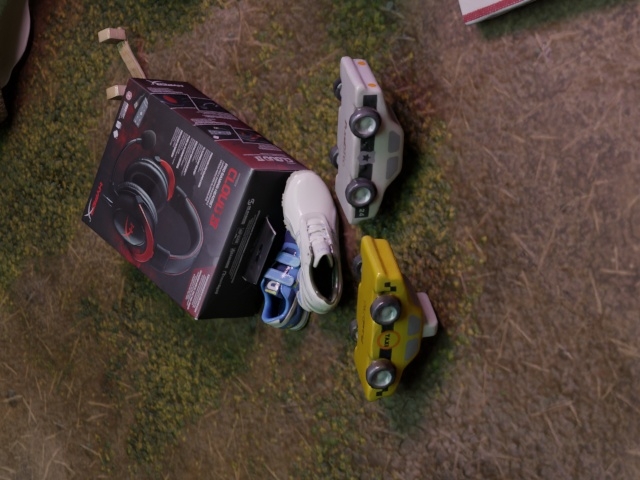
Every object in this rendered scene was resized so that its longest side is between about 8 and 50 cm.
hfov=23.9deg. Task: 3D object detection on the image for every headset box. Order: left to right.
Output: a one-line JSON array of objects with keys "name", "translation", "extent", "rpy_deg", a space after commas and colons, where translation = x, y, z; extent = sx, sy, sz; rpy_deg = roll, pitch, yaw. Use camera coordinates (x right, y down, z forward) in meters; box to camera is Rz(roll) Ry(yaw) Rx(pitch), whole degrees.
[{"name": "headset box", "translation": [-0.156, -0.049, 1.939], "extent": [0.293, 0.110, 0.218], "rpy_deg": [38, 115, 35]}]

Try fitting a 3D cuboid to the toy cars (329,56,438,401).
[{"name": "toy cars", "translation": [0.075, -0.015, 1.740], "extent": [0.176, 0.087, 0.393], "rpy_deg": [147, 118, -78]}]

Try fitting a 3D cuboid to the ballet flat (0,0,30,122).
[{"name": "ballet flat", "translation": [-0.499, -0.357, 2.157], "extent": [0.164, 0.182, 0.482], "rpy_deg": [40, 138, 33]}]

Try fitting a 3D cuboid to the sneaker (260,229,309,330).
[{"name": "sneaker", "translation": [-0.038, 0.043, 1.869], "extent": [0.053, 0.059, 0.144], "rpy_deg": [16, 101, 44]}]

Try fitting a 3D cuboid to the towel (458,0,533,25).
[{"name": "towel", "translation": [0.213, -0.418, 1.616], "extent": [0.237, 0.037, 0.329], "rpy_deg": [-16, 82, 50]}]

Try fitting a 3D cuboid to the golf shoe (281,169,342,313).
[{"name": "golf shoe", "translation": [0.000, 0.000, 1.808], "extent": [0.086, 0.069, 0.176], "rpy_deg": [176, 83, -77]}]

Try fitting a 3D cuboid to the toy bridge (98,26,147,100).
[{"name": "toy bridge", "translation": [-0.262, -0.201, 2.063], "extent": [0.026, 0.063, 0.188], "rpy_deg": [-14, 80, 42]}]
